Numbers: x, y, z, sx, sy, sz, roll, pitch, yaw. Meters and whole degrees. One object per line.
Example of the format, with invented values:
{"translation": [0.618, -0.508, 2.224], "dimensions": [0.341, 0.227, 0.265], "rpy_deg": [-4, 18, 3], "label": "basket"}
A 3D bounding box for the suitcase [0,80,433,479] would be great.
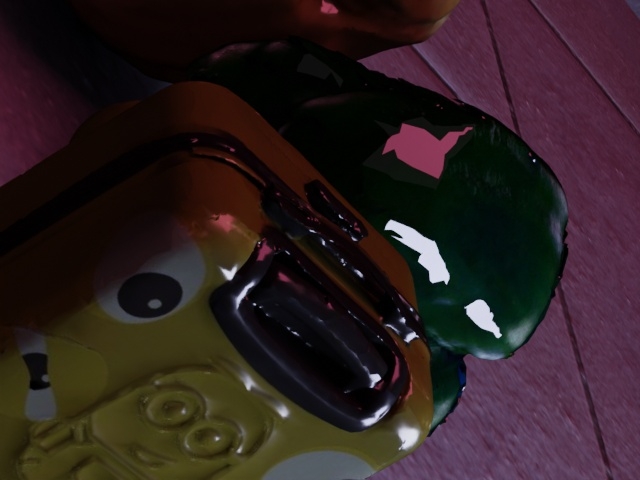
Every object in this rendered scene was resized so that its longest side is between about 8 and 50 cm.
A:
{"translation": [-0.078, 0.044, 0.851], "dimensions": [0.194, 0.235, 0.143], "rpy_deg": [45, 26, -35], "label": "suitcase"}

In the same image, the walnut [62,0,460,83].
{"translation": [-0.042, -0.279, 1.214], "dimensions": [0.383, 0.383, 0.384], "rpy_deg": [48, 24, -29], "label": "walnut"}

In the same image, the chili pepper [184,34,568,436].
{"translation": [0.000, 0.000, 1.117], "dimensions": [0.256, 0.248, 0.233], "rpy_deg": [30, 10, -47], "label": "chili pepper"}
